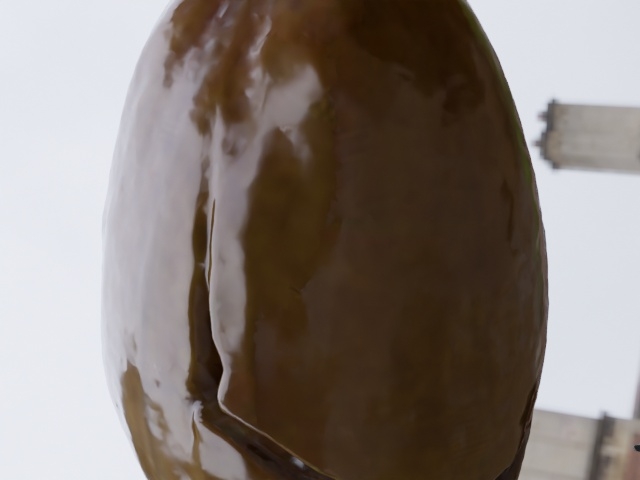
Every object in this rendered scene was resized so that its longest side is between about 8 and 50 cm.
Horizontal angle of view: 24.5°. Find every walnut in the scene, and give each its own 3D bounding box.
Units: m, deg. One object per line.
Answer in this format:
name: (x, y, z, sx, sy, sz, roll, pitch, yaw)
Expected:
walnut: (0.000, 0.000, 0.650, 0.209, 0.209, 0.336, -37, -50, -50)

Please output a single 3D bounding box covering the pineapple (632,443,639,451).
pineapple: (0.359, 0.215, 1.151, 0.248, 0.128, 0.128, 41, -125, -17)
